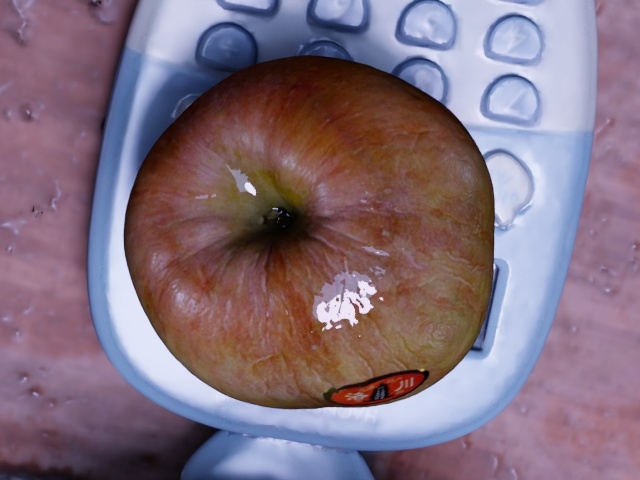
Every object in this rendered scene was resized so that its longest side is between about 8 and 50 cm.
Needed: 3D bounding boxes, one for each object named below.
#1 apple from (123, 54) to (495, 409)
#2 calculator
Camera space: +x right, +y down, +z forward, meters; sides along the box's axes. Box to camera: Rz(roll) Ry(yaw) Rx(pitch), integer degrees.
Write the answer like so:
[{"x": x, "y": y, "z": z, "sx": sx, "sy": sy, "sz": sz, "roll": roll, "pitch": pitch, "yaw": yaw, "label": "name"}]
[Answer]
[{"x": -0.002, "y": -0.002, "z": 0.631, "sx": 0.126, "sy": 0.102, "sz": 0.126, "roll": -5, "pitch": 76, "yaw": 20, "label": "apple"}, {"x": 0.008, "y": -0.021, "z": 0.707, "sx": 0.188, "sy": 0.042, "sz": 0.303, "roll": 10, "pitch": 103, "yaw": -11, "label": "calculator"}]
